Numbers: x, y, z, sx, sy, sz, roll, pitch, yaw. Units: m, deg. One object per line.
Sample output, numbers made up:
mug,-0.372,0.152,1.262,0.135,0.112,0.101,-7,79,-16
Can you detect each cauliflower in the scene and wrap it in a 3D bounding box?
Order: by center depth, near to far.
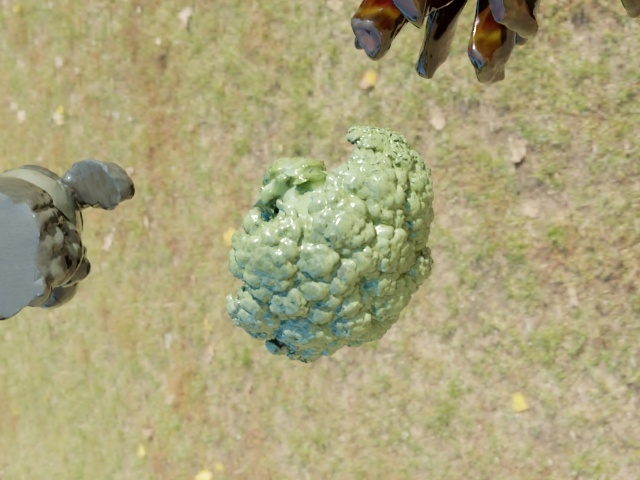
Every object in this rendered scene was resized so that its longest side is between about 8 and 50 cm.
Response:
cauliflower,0.000,0.000,1.132,0.250,0.275,0.272,55,164,45

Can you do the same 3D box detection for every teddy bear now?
teddy bear,-0.263,-0.003,0.887,0.171,0.251,0.144,-19,99,16

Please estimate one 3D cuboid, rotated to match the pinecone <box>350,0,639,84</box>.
pinecone,0.129,-0.220,0.544,0.309,0.244,0.244,-47,53,18
